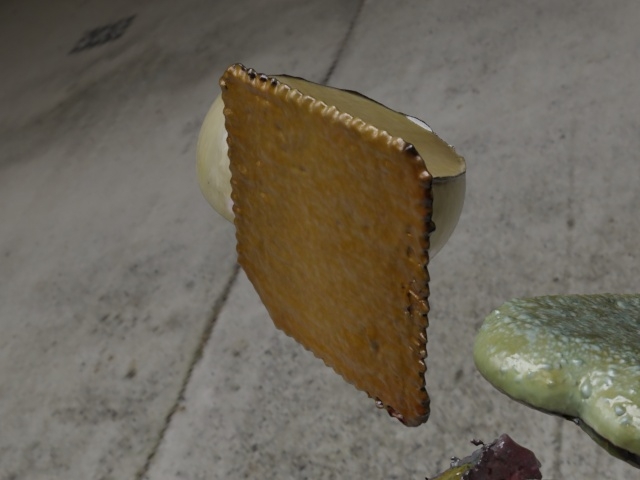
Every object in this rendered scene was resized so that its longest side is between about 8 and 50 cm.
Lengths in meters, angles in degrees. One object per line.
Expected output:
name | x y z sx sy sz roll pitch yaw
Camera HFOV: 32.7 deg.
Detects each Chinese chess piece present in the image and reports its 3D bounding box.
Chinese chess piece | 0.011 -0.067 1.028 0.257 0.257 0.104 -119 44 -61

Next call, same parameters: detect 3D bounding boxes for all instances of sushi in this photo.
sushi | 0.157 0.347 1.358 0.241 0.107 0.161 -45 9 -30

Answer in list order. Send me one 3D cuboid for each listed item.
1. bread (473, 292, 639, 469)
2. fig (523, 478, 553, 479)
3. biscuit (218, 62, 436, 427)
bread | 0.250 0.095 0.733 0.286 0.056 0.207 -2 25 -41
fig | 0.091 0.223 0.566 0.201 0.146 0.134 -58 46 34
biscuit | 0.000 0.000 0.810 0.013 0.232 0.237 -24 37 -31
